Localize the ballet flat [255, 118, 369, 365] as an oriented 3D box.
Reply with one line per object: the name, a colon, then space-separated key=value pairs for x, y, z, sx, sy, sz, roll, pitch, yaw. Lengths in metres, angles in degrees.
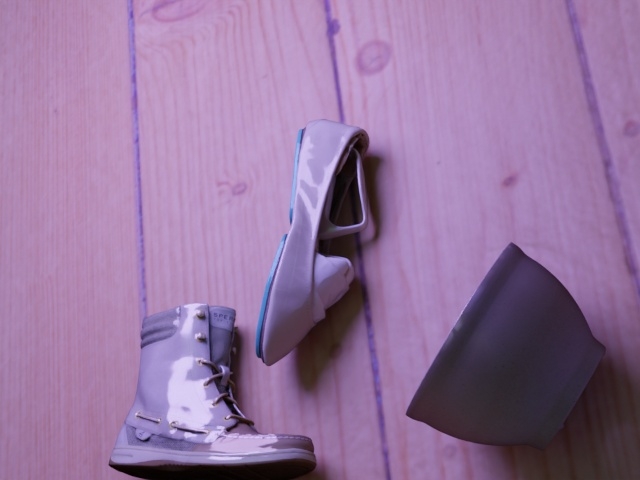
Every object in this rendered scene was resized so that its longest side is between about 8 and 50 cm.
ballet flat: x=0.000 y=0.000 z=1.179 sx=0.086 sy=0.086 sz=0.248 roll=-2 pitch=68 yaw=31

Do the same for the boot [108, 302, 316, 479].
boot: x=-0.093 y=0.139 z=1.173 sx=0.213 sy=0.077 sz=0.165 roll=-5 pitch=64 yaw=31

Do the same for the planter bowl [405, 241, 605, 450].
planter bowl: x=0.155 y=0.098 z=1.001 sx=0.109 sy=0.162 sz=0.162 roll=31 pitch=87 yaw=10
